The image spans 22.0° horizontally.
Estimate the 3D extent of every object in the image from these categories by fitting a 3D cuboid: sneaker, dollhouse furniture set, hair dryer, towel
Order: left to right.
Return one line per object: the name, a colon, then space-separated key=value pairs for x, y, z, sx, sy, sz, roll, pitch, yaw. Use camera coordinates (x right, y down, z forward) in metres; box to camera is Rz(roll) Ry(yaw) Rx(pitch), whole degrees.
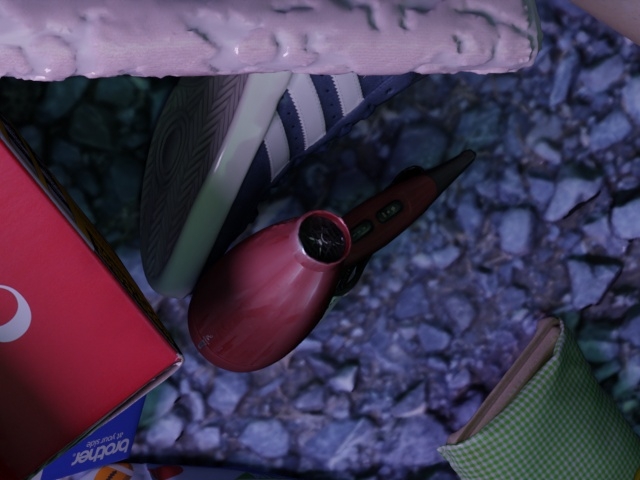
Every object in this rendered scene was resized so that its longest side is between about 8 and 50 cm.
towel: x=-0.063 y=-0.222 z=0.966 sx=0.332 sy=0.317 sz=0.053 roll=-3 pitch=147 yaw=-17
sneaker: x=-0.007 y=-0.103 z=1.134 sx=0.148 sy=0.131 sz=0.350 roll=16 pitch=112 yaw=-29
hair dryer: x=0.000 y=0.000 z=1.127 sx=0.080 sy=0.293 sz=0.223 roll=44 pitch=99 yaw=2
dollhouse furniture set: x=0.190 y=0.236 z=1.288 sx=0.301 sy=0.151 sz=0.197 roll=-49 pitch=125 yaw=-23

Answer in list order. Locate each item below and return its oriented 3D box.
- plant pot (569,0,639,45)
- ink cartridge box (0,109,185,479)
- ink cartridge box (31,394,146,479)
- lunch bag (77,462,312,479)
plant pot: x=0.303 y=-0.223 z=1.092 sx=0.305 sy=0.334 sz=0.333 roll=21 pitch=107 yaw=-15
ink cartridge box: x=-0.226 y=-0.021 z=0.945 sx=0.130 sy=0.272 sz=0.309 roll=-38 pitch=120 yaw=-4
ink cartridge box: x=-0.211 y=0.126 z=1.166 sx=0.207 sy=0.046 sz=0.097 roll=-11 pitch=124 yaw=-51
lunch bag: x=-0.081 y=0.306 z=1.322 sx=0.303 sy=0.115 sz=0.243 roll=13 pitch=113 yaw=-22
